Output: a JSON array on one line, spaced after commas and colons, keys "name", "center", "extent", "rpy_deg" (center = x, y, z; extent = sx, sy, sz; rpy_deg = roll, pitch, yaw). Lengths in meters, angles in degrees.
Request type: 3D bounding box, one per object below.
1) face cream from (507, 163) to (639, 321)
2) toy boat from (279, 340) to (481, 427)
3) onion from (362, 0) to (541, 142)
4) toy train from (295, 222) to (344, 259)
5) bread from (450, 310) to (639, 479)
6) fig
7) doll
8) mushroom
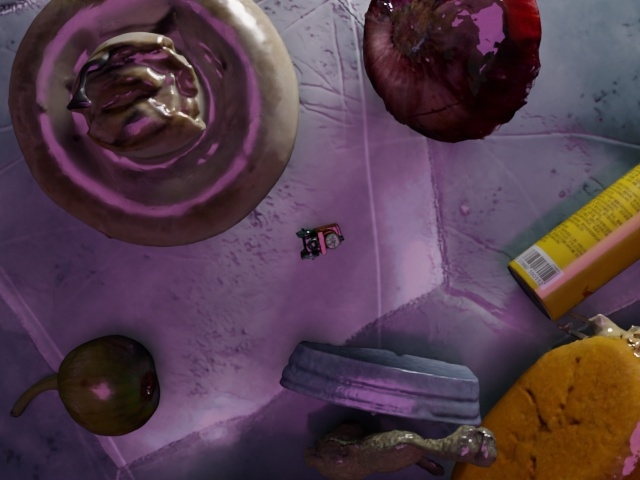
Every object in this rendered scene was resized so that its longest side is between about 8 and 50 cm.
[{"name": "face cream", "center": [0.429, -0.032, 1.045], "extent": [0.349, 0.105, 0.105], "rpy_deg": [-38, 95, 5]}, {"name": "toy boat", "center": [0.086, 0.202, 1.065], "extent": [0.283, 0.127, 0.078], "rpy_deg": [11, 95, -1]}, {"name": "onion", "center": [0.179, -0.256, 0.977], "extent": [0.219, 0.252, 0.252], "rpy_deg": [-13, 109, -43]}, {"name": "toy train", "center": [0.000, 0.000, 1.055], "extent": [0.064, 0.103, 0.044], "rpy_deg": [-11, 95, -3]}, {"name": "bread", "center": [0.331, 0.282, 0.996], "extent": [0.183, 0.236, 0.388], "rpy_deg": [15, 113, -39]}, {"name": "fig", "center": [-0.351, 0.215, 1.095], "extent": [0.245, 0.149, 0.149], "rpy_deg": [-8, 97, 21]}, {"name": "doll", "center": [0.093, 0.278, 1.011], "extent": [0.203, 0.286, 0.091], "rpy_deg": [-1, 74, -12]}, {"name": "mushroom", "center": [-0.207, -0.167, 0.939], "extent": [0.363, 0.294, 0.362], "rpy_deg": [0, 96, -1]}]
